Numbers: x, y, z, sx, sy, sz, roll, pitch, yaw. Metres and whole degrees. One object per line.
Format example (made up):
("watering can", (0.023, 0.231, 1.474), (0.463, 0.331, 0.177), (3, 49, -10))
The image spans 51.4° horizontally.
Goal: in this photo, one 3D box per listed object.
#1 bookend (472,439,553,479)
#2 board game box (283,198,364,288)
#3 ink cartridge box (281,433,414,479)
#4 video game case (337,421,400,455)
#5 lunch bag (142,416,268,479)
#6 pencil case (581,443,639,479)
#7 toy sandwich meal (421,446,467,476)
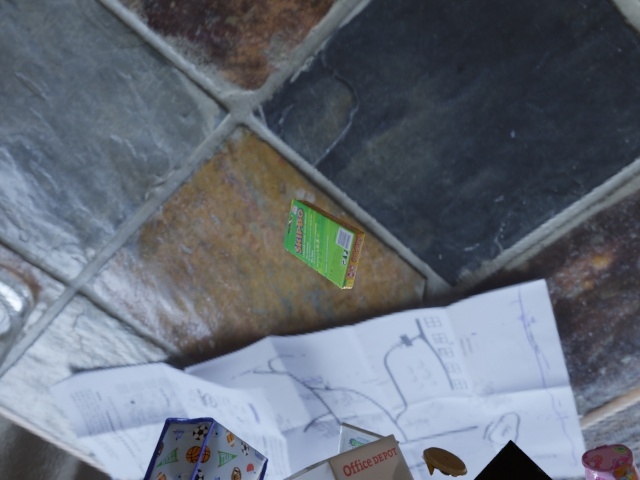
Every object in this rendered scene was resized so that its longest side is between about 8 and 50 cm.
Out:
("bookend", (0.456, 0.591, 1.584), (0.157, 0.156, 0.072), (42, 152, 22))
("board game box", (0.000, 0.000, 1.469), (0.039, 0.259, 0.124), (1, 109, -37))
("ink cartridge box", (0.053, 0.478, 1.037), (0.197, 0.270, 0.198), (-36, 158, 29))
("video game case", (0.119, 0.552, 1.699), (0.157, 0.019, 0.143), (13, 109, 22))
("lunch bag", (-0.364, 0.765, 1.963), (0.238, 0.386, 0.328), (-12, 138, 32))
("pencil case", (0.701, 0.621, 1.552), (0.124, 0.124, 0.284), (-18, 99, 16))
("toy sandwich meal", (0.201, 0.369, 1.094), (0.085, 0.085, 0.029), (19, 99, -10))
